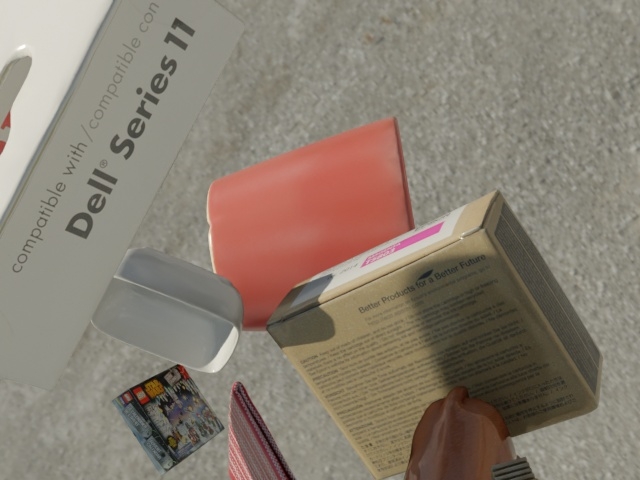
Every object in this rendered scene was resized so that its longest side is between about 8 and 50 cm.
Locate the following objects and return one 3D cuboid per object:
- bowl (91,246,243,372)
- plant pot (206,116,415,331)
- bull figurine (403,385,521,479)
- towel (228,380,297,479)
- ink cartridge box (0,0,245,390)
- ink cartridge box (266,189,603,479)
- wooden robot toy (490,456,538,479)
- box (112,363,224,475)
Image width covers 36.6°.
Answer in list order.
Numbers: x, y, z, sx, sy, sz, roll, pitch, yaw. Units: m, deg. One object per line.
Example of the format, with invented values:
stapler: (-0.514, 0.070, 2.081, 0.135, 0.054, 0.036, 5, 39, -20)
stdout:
bowl: (-0.141, 0.061, 0.905, 0.142, 0.142, 0.053, 121, 169, -58)
plant pot: (0.000, 0.000, 1.206, 0.243, 0.275, 0.275, -10, 54, 6)
bull figurine: (0.096, 0.269, 0.743, 0.101, 0.188, 0.310, 2, 50, 29)
towel: (-0.070, 0.328, 1.289, 0.031, 0.275, 0.199, -22, 59, -21)
ink cartridge box: (-0.180, -0.066, 0.485, 0.353, 0.119, 0.207, 28, 90, 43)
ink cartridge box: (0.102, 0.091, 0.867, 0.234, 0.193, 0.088, -26, 15, 30)
wooden robot toy: (0.141, 0.204, 0.616, 0.076, 0.079, 0.173, -5, 41, 11)
box: (-0.162, 0.191, 1.052, 0.027, 0.137, 0.094, -37, 85, 15)
